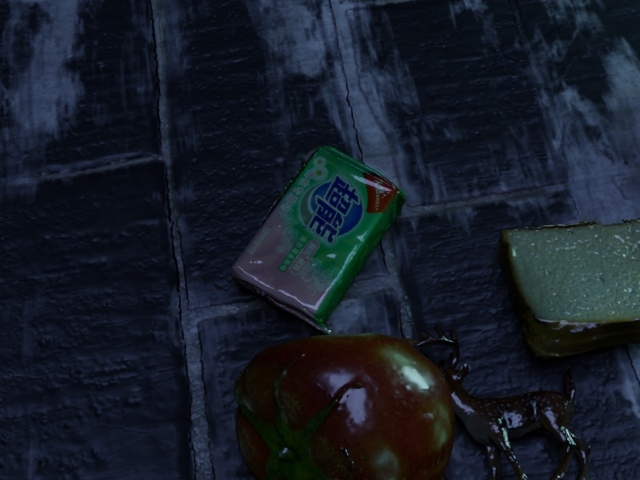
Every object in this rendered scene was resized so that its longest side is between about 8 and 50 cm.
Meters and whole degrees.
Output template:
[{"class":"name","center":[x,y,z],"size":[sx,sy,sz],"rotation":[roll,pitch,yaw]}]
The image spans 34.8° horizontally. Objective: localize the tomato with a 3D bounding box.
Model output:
[{"class":"tomato","center":[0.039,0.246,1.353],"size":[0.239,0.303,0.303],"rotation":[-17,56,-39]}]

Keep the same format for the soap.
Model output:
[{"class":"soap","center":[0.000,0.001,1.599],"size":[0.218,0.098,0.273],"rotation":[31,68,12]}]

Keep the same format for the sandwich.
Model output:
[{"class":"sandwich","center":[0.413,0.067,1.538],"size":[0.251,0.087,0.226],"rotation":[-8,45,-2]}]

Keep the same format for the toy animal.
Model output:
[{"class":"toy animal","center":[0.253,0.245,1.469],"size":[0.244,0.087,0.260],"rotation":[-1,55,-14]}]
